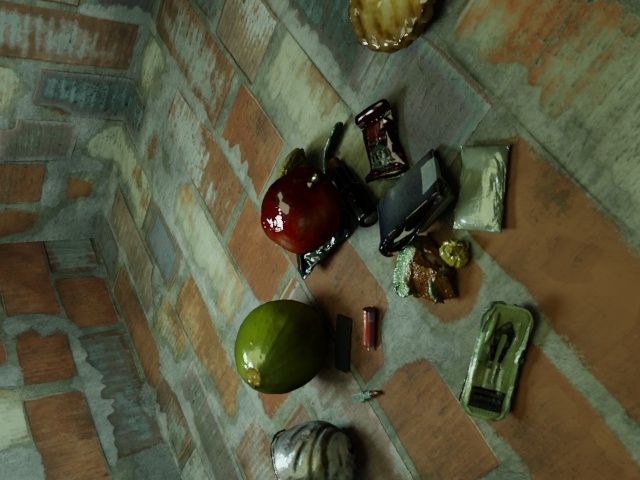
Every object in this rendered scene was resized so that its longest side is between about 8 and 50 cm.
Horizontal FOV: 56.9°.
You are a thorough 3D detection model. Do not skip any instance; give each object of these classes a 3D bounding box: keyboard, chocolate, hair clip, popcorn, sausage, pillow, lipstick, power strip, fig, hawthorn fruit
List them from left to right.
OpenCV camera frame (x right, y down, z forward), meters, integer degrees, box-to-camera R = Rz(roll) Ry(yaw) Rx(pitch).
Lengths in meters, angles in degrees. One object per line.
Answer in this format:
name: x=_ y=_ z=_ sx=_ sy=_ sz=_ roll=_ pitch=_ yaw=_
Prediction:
fig: x=-0.147 y=0.374 z=2.052 sx=0.343 sy=0.343 sz=0.344 roll=8 pitch=100 yaw=51
hawthorn fruit: x=-0.050 y=-0.106 z=1.860 sx=0.265 sy=0.265 sz=0.307 roll=67 pitch=150 yaw=22
chocolate: x=0.006 y=0.724 z=1.985 sx=0.213 sy=0.303 sz=0.303 roll=-39 pitch=61 yaw=21
hair clip: x=0.035 y=-0.295 z=1.988 sx=0.036 sy=0.066 sz=0.229 roll=23 pitch=121 yaw=20
keyboard: x=0.078 y=0.355 z=2.035 sx=0.074 sy=0.015 sz=0.197 roll=12 pitch=103 yaw=47
lipstick: x=0.096 y=-0.162 z=1.887 sx=0.081 sy=0.081 sz=0.300 roll=-61 pitch=41 yaw=35
lipstick: x=0.152 y=0.508 z=1.940 sx=0.129 sy=0.030 sz=0.030 roll=-33 pitch=68 yaw=48
sausage: x=0.157 y=0.288 z=1.902 sx=0.050 sy=0.048 sz=0.145 roll=-93 pitch=2 yaw=-77
power strip: x=0.304 y=-0.099 z=1.678 sx=0.192 sy=0.035 sz=0.081 roll=-52 pitch=53 yaw=41
popcorn: x=0.357 y=0.035 z=1.583 sx=0.084 sy=0.084 sz=0.084 roll=8 pitch=100 yaw=51
pillow: x=0.413 y=-0.135 z=1.525 sx=0.148 sy=0.050 sz=0.230 roll=10 pitch=102 yaw=44
hair clip: x=0.443 y=0.296 z=1.499 sx=0.091 sy=0.138 sz=0.321 roll=-68 pitch=-11 yaw=-71

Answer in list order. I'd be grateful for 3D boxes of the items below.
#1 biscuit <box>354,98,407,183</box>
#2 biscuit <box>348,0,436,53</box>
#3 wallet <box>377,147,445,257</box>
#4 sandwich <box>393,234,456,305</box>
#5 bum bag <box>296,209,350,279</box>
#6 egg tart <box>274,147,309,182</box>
biscuit: x=0.179 y=-0.292 z=1.793 sx=0.151 sy=0.063 sz=0.236 roll=-17 pitch=83 yaw=52
biscuit: x=0.211 y=-0.698 z=1.679 sx=0.325 sy=0.107 sz=0.326 roll=14 pitch=108 yaw=50
wallet: x=0.250 y=-0.104 z=1.649 sx=0.262 sy=0.071 sz=0.221 roll=-52 pitch=19 yaw=35
sandwich: x=0.293 y=0.082 z=1.653 sx=0.160 sy=0.109 sz=0.185 roll=9 pitch=101 yaw=53
bum bag: x=0.000 y=0.000 z=2.044 sx=0.310 sy=0.074 sz=0.137 roll=-46 pitch=53 yaw=29
egg tart: x=-0.095 y=-0.209 z=2.069 sx=0.105 sy=0.241 sz=0.241 roll=23 pitch=118 yaw=5
